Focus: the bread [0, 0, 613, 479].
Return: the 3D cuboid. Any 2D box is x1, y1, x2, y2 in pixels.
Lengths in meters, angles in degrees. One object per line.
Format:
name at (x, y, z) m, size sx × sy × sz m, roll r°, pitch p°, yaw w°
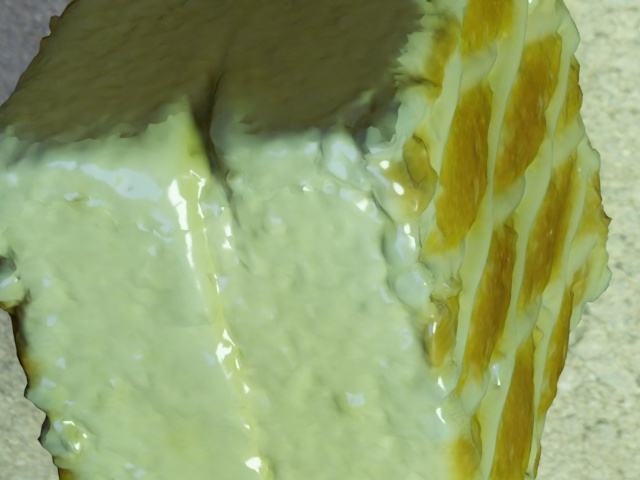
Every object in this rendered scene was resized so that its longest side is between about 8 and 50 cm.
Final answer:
bread at (0.000, 0.000, 1.179) m, size 0.279 × 0.390 × 0.371 m, roll 0°, pitch 123°, yaw 21°
